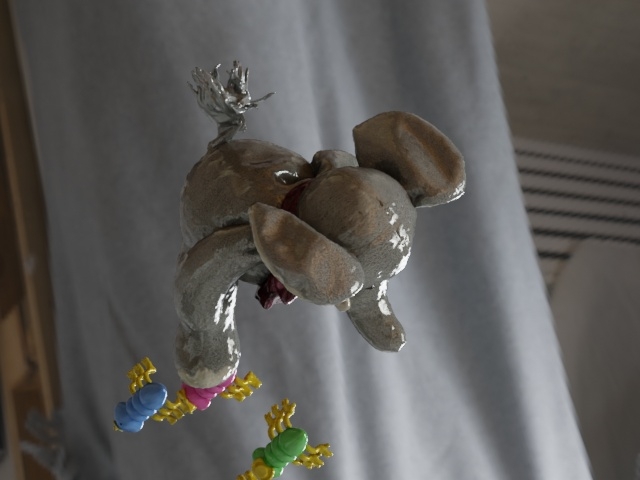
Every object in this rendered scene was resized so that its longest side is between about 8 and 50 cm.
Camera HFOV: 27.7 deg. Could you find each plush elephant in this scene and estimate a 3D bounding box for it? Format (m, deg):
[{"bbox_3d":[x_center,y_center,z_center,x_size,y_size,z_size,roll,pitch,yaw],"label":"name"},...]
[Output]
[{"bbox_3d":[0.000,0.000,1.255,0.272,0.255,0.330,-34,133,-28],"label":"plush elephant"}]

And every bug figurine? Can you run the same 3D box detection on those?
[{"bbox_3d":[-0.125,0.242,1.566,0.216,0.279,0.072,-45,177,30],"label":"bug figurine"}]
